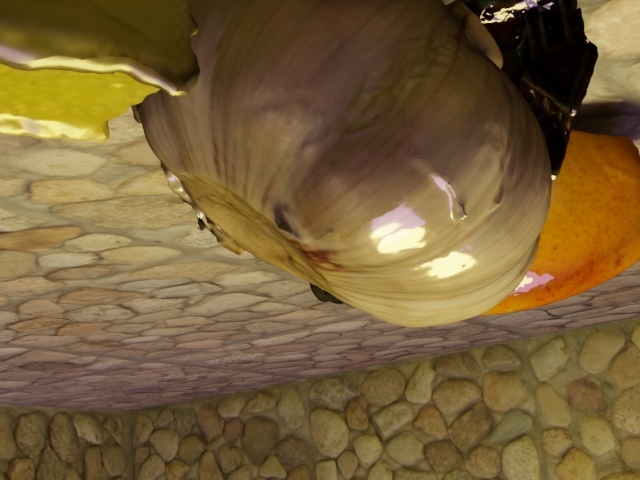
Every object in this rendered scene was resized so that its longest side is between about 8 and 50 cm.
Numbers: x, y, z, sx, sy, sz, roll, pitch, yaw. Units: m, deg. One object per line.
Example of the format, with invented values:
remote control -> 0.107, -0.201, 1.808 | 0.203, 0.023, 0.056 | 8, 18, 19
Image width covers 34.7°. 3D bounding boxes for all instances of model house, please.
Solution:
model house -> -0.201, -0.131, 0.594 | 0.193, 0.175, 0.234 | 4, 159, -34
model house -> 0.159, -0.117, 0.840 | 0.106, 0.152, 0.165 | -7, 168, -20

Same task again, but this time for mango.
mango -> 0.193, -0.025, 1.119 | 0.350, 0.199, 0.201 | -15, 124, 3

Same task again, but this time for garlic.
garlic -> 0.019, -0.074, 0.732 | 0.321, 0.241, 0.322 | 15, 178, 1

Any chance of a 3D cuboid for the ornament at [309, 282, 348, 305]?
ornament -> 0.000, 0.000, 1.300 | 0.251, 0.106, 0.260 | -1, 159, 46
